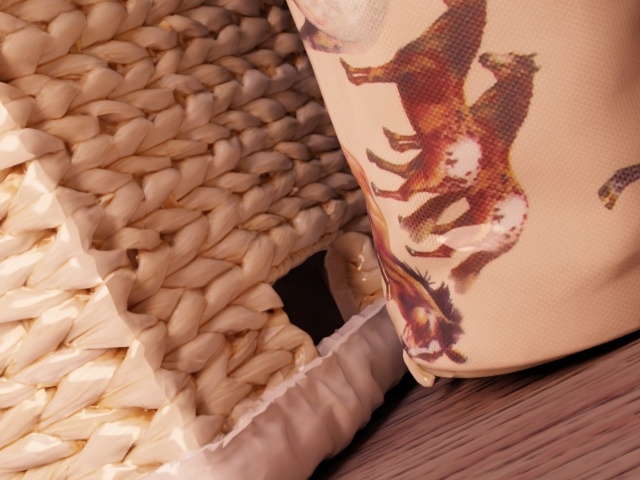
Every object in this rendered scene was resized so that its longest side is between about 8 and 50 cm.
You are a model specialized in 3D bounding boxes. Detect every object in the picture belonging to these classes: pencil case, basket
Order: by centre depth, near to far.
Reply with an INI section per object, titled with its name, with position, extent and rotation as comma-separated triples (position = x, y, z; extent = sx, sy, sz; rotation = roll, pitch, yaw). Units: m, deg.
[pencil case]
position = 0.040, -0.138, 0.662
extent = 0.183, 0.410, 0.160
rotation = -13, 19, 30
[basket]
position = -0.147, 0.023, 0.845
extent = 0.331, 0.266, 0.328
rotation = -26, 4, 28
